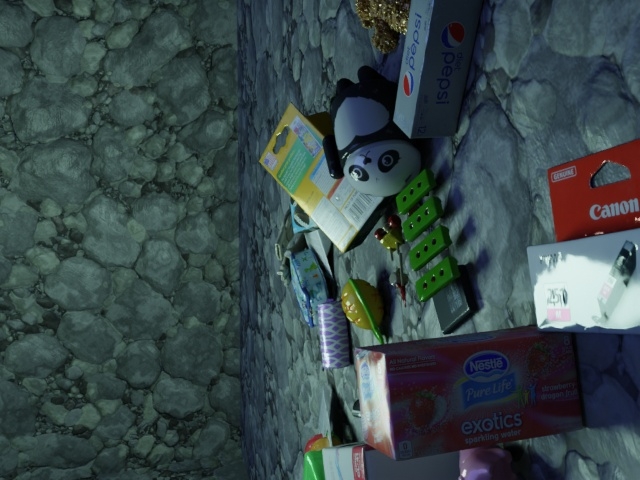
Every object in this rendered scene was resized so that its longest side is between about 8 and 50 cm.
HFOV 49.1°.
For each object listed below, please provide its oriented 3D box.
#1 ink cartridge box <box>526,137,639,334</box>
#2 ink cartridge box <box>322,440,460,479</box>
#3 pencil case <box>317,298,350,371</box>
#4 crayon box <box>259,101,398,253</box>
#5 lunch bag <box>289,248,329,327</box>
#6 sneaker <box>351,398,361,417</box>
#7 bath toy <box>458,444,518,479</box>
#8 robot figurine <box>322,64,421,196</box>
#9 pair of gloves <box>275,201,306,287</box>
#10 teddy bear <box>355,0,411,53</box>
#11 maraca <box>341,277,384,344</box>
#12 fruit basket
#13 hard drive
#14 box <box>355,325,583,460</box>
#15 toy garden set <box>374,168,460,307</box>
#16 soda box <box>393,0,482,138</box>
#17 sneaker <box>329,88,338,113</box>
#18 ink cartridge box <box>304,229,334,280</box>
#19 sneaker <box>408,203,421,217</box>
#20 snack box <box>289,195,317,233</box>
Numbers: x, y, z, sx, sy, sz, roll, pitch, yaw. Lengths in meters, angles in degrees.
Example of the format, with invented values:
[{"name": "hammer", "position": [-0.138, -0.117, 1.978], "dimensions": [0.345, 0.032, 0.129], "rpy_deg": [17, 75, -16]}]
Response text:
[{"name": "ink cartridge box", "position": [0.367, 0.000, 0.914], "dimensions": [0.275, 0.060, 0.239], "rpy_deg": [160, 103, -73]}, {"name": "ink cartridge box", "position": [0.151, 0.480, 1.468], "dimensions": [0.306, 0.226, 0.131], "rpy_deg": [136, 128, -68]}, {"name": "pencil case", "position": [0.040, 0.274, 2.040], "dimensions": [0.088, 0.086, 0.206], "rpy_deg": [12, -106, -83]}, {"name": "crayon box", "position": [0.017, -0.157, 1.666], "dimensions": [0.323, 0.083, 0.203], "rpy_deg": [47, 132, 15]}, {"name": "lunch bag", "position": [-0.033, 0.153, 2.197], "dimensions": [0.176, 0.090, 0.219], "rpy_deg": [83, 169, -45]}, {"name": "sneaker", "position": [0.161, 0.367, 1.671], "dimensions": [0.283, 0.107, 0.124], "rpy_deg": [146, 133, -67]}, {"name": "bath toy", "position": [0.270, 0.374, 1.206], "dimensions": [0.129, 0.151, 0.348], "rpy_deg": [-16, 85, 47]}, {"name": "robot figurine", "position": [0.113, -0.229, 1.490], "dimensions": [0.209, 0.173, 0.278], "rpy_deg": [122, 140, -63]}, {"name": "pair of gloves", "position": [-0.103, 0.017, 2.269], "dimensions": [0.240, 0.042, 0.204], "rpy_deg": [80, -156, -50]}, {"name": "teddy bear", "position": [0.150, -0.501, 1.412], "dimensions": [0.338, 0.113, 0.245], "rpy_deg": [-113, 27, -46]}, {"name": "maraca", "position": [0.114, 0.176, 1.746], "dimensions": [0.185, 0.099, 0.127], "rpy_deg": [64, 179, -15]}, {"name": "fruit basket", "position": [0.028, 0.676, 2.132], "dimensions": [0.353, 0.165, 0.327], "rpy_deg": [-93, 7, -64]}, {"name": "hard drive", "position": [0.258, 0.117, 1.364], "dimensions": [0.135, 0.022, 0.094], "rpy_deg": [118, 144, -60]}, {"name": "box", "position": [0.217, 0.218, 1.047], "dimensions": [0.142, 0.300, 0.154], "rpy_deg": [160, 106, -74]}, {"name": "toy garden set", "position": [0.197, 0.014, 1.410], "dimensions": [0.204, 0.049, 0.244], "rpy_deg": [-47, 43, 47]}, {"name": "soda box", "position": [0.210, -0.334, 1.274], "dimensions": [0.091, 0.098, 0.286], "rpy_deg": [-120, 30, -53]}, {"name": "sneaker", "position": [0.088, -0.238, 1.735], "dimensions": [0.121, 0.111, 0.300], "rpy_deg": [-68, -25, -70]}, {"name": "ink cartridge box", "position": [0.000, 0.000, 2.183], "dimensions": [0.224, 0.056, 0.181], "rpy_deg": [70, 166, -13]}, {"name": "sneaker", "position": [0.200, -0.074, 1.509], "dimensions": [0.037, 0.032, 0.083], "rpy_deg": [34, -134, -82]}, {"name": "snack box", "position": [0.012, -0.136, 1.938], "dimensions": [0.322, 0.060, 0.187], "rpy_deg": [-18, 78, 59]}]
